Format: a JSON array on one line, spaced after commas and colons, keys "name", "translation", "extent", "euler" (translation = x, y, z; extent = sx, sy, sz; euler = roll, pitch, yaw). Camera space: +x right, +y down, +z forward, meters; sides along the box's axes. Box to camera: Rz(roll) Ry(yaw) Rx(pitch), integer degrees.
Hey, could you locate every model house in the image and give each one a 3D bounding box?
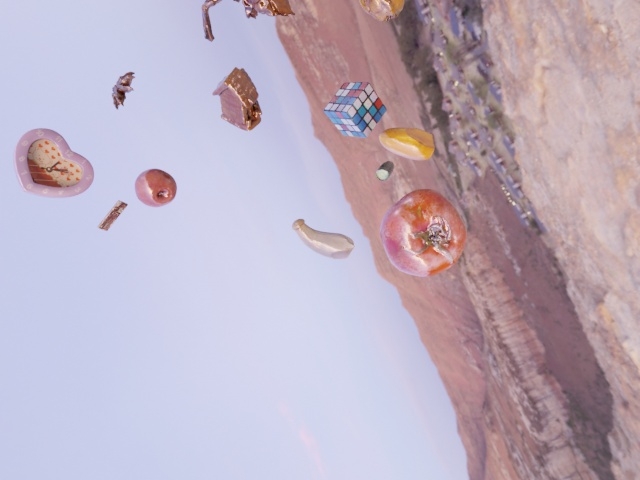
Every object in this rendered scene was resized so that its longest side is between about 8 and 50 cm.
[{"name": "model house", "translation": [-0.338, -0.615, 1.842], "extent": [0.199, 0.220, 0.229], "euler": [-56, -19, -34]}]

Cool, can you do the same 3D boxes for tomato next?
[{"name": "tomato", "translation": [0.269, -0.016, 1.174], "extent": [0.232, 0.232, 0.188], "euler": [60, -176, -8]}]

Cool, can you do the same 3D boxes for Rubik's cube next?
[{"name": "Rubik's cube", "translation": [0.138, -0.516, 1.734], "extent": [0.151, 0.155, 0.154], "euler": [44, 169, -37]}]

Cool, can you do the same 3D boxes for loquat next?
[{"name": "loquat", "translation": [0.181, -0.708, 1.283], "extent": [0.137, 0.137, 0.113], "euler": [62, 151, 3]}]

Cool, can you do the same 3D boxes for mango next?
[{"name": "mango", "translation": [0.390, -0.454, 2.032], "extent": [0.187, 0.257, 0.138], "euler": [-85, 11, -59]}]

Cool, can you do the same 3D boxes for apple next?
[{"name": "apple", "translation": [-0.624, -0.197, 1.670], "extent": [0.120, 0.153, 0.153], "euler": [43, 176, 43]}]

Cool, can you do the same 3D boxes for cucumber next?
[{"name": "cucumber", "translation": [0.227, -0.244, 1.501], "extent": [0.048, 0.048, 0.105], "euler": [58, -140, -18]}]

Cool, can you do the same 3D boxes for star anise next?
[{"name": "star anise", "translation": [-0.205, -0.680, 1.216], "extent": [0.237, 0.346, 0.148], "euler": [56, -152, -11]}, {"name": "star anise", "translation": [-0.673, -0.517, 1.486], "extent": [0.042, 0.141, 0.141], "euler": [27, -146, -45]}]

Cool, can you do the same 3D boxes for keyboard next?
[{"name": "keyboard", "translation": [-0.958, -0.113, 2.019], "extent": [0.017, 0.166, 0.055], "euler": [45, -173, 35]}]

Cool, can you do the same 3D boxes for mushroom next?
[{"name": "mushroom", "translation": [0.000, 0.000, 1.821], "extent": [0.270, 0.118, 0.103], "euler": [20, -149, -10]}]

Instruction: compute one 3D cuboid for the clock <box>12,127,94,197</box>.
[{"name": "clock", "translation": [-0.732, -0.191, 1.180], "extent": [0.198, 0.064, 0.172], "euler": [48, -119, -28]}]
